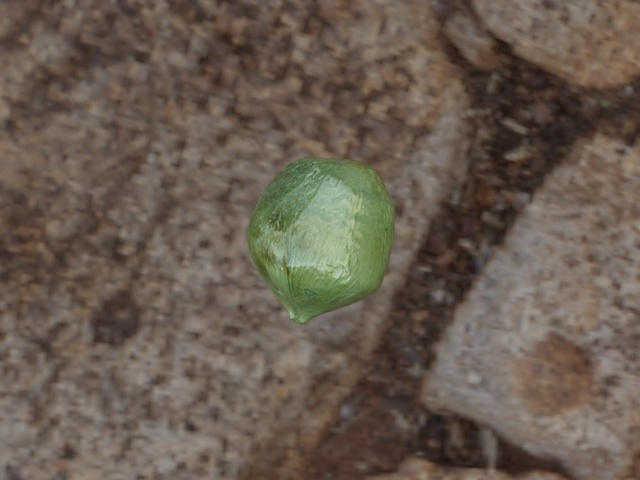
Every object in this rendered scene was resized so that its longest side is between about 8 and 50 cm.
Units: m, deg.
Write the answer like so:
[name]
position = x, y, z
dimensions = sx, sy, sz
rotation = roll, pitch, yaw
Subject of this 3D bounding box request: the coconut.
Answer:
[coconut]
position = 0.000, 0.000, 1.003
dimensions = 0.088, 0.088, 0.096
rotation = 14, 87, 40
